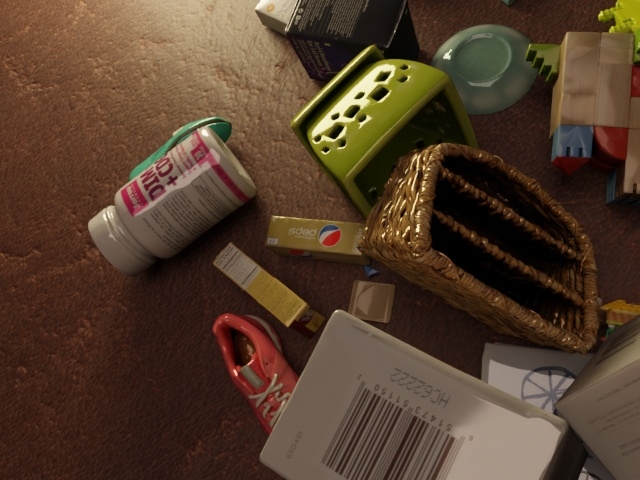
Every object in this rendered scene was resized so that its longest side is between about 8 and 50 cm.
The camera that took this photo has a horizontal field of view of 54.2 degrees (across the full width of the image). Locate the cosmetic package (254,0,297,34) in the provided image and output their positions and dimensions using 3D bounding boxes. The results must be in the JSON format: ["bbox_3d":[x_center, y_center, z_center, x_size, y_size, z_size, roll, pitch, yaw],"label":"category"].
[{"bbox_3d":[-0.027,-0.543,1.308,0.099,0.060,0.239,31,83,26],"label":"cosmetic package"}]

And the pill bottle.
[{"bbox_3d":[-0.275,-0.067,1.160,0.283,0.160,0.160,-37,64,3],"label":"pill bottle"}]

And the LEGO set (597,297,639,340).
[{"bbox_3d":[0.494,0.138,0.861,0.287,0.132,0.107,-4,98,21],"label":"LEGO set"}]

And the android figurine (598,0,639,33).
[{"bbox_3d":[0.599,-0.385,1.004,0.273,0.056,0.248,-12,41,17],"label":"android figurine"}]

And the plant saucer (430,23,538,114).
[{"bbox_3d":[0.293,-0.321,1.133,0.195,0.037,0.194,-6,70,17],"label":"plant saucer"}]

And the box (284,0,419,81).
[{"bbox_3d":[0.064,-0.372,1.163,0.207,0.153,0.108,15,77,23],"label":"box"}]

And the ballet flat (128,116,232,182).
[{"bbox_3d":[-0.291,-0.176,1.254,0.247,0.083,0.087,-41,50,-2],"label":"ballet flat"}]

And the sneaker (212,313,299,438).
[{"bbox_3d":[-0.084,0.244,0.997,0.116,0.136,0.314,-40,64,2],"label":"sneaker"}]

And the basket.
[{"bbox_3d":[0.243,-0.007,0.861,0.299,0.223,0.213,30,83,-14],"label":"basket"}]

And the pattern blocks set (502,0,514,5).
[{"bbox_3d":[0.326,-0.609,1.233,0.285,0.026,0.325,-47,64,-2],"label":"pattern blocks set"}]

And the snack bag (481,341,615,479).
[{"bbox_3d":[0.379,0.325,0.869,0.323,0.037,0.342,3,71,20],"label":"snack bag"}]

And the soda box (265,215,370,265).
[{"bbox_3d":[0.000,0.000,1.099,0.181,0.061,0.058,6,73,21],"label":"soda box"}]

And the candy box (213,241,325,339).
[{"bbox_3d":[-0.087,0.087,1.071,0.187,0.109,0.053,38,85,27],"label":"candy box"}]

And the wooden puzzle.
[{"bbox_3d":[0.087,0.105,1.060,0.079,0.014,0.116,14,76,18],"label":"wooden puzzle"}]

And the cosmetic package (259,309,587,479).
[{"bbox_3d":[0.154,0.242,0.704,0.230,0.453,0.161,23,81,30],"label":"cosmetic package"}]

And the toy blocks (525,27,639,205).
[{"bbox_3d":[0.503,-0.167,0.945,0.382,0.191,0.260,6,86,11],"label":"toy blocks"}]

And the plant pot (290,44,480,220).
[{"bbox_3d":[0.098,-0.170,1.039,0.228,0.227,0.207,-44,52,0],"label":"plant pot"}]

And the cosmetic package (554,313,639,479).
[{"bbox_3d":[0.479,0.261,0.697,0.385,0.217,0.156,49,135,13],"label":"cosmetic package"}]
